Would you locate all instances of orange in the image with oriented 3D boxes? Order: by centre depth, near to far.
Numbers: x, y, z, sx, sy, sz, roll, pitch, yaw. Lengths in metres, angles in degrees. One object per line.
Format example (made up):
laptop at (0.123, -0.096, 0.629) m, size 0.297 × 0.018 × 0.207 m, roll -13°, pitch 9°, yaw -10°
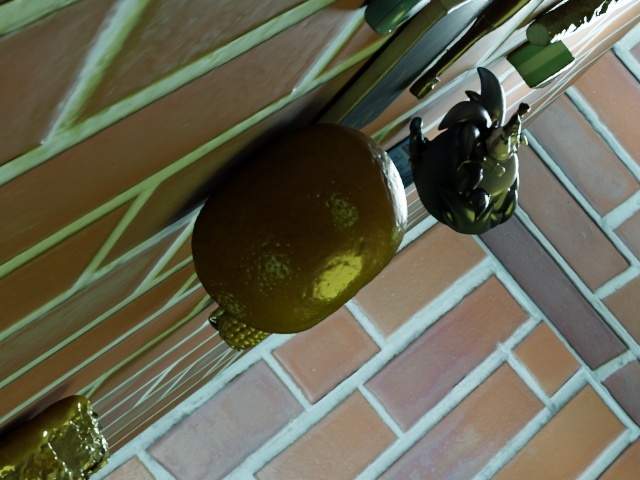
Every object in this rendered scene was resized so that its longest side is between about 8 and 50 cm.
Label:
orange at (-0.019, -0.014, 1.476) m, size 0.237 × 0.179 × 0.158 m, roll -37°, pitch 177°, yaw -4°

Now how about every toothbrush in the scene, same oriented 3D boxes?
toothbrush at (0.236, -0.292, 1.642) m, size 0.364 × 0.041 × 0.041 m, roll -43°, pitch 174°, yaw 14°

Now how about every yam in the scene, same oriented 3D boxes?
yam at (0.410, -0.360, 2.247) m, size 0.274 × 0.061 × 0.061 m, roll -34°, pitch 172°, yaw -43°

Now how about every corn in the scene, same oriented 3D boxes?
corn at (-0.056, 0.058, 2.316) m, size 0.293 × 0.106 × 0.106 m, roll -44°, pitch 175°, yaw 3°

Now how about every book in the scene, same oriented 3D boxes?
book at (0.091, -0.194, 1.576) m, size 0.269 × 0.025 × 0.191 m, roll -44°, pitch 174°, yaw 37°

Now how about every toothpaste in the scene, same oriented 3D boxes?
toothpaste at (0.087, -0.088, 2.238) m, size 0.267 × 0.065 × 0.050 m, roll -36°, pitch 177°, yaw -41°

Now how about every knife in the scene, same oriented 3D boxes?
knife at (0.116, -0.249, 1.326) m, size 0.244 × 0.032 × 0.058 m, roll -41°, pitch 175°, yaw -43°

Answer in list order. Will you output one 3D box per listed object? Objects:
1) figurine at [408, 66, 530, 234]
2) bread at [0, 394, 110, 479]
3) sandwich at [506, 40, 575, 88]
figurine at (0.230, -0.125, 2.170) m, size 0.175 × 0.197 × 0.265 m, roll -29°, pitch 138°, yaw -28°
bread at (-0.393, 0.313, 1.923) m, size 0.245 × 0.121 × 0.174 m, roll -41°, pitch -175°, yaw -37°
sandwich at (0.359, -0.296, 2.336) m, size 0.074 × 0.074 × 0.116 m, roll -40°, pitch 174°, yaw 19°
